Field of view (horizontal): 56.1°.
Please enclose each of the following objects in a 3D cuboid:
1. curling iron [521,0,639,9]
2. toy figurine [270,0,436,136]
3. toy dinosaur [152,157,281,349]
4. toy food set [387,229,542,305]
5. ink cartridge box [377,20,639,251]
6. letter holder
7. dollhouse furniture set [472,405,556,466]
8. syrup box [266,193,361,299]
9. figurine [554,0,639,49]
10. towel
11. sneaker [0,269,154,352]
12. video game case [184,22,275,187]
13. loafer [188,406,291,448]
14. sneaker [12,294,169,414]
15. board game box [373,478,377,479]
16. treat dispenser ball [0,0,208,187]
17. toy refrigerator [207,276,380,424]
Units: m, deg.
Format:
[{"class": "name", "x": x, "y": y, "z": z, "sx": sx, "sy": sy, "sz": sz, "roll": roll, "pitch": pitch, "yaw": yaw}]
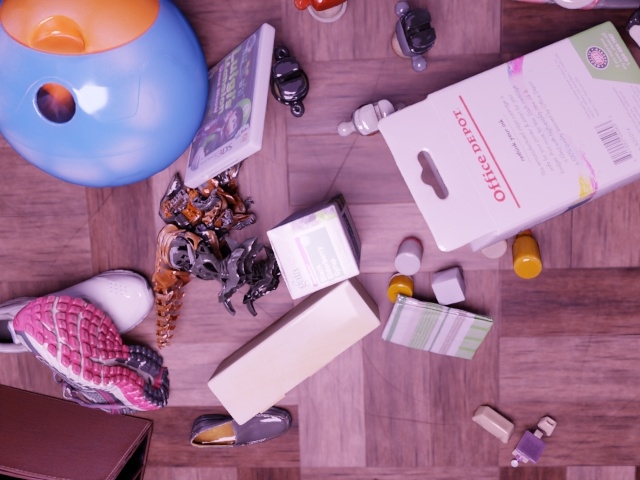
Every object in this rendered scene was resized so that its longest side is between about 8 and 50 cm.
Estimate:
[{"class": "curling iron", "x": 0.395, "y": -0.367, "z": 0.875, "sx": 0.273, "sy": 0.035, "sz": 0.068, "roll": 10, "pitch": 98, "yaw": 2}, {"class": "toy figurine", "x": 0.043, "y": -0.260, "z": 0.862, "sx": 0.209, "sy": 0.148, "sz": 0.213, "roll": 22, "pitch": 97, "yaw": -6}, {"class": "toy dinosaur", "x": -0.171, "y": 0.009, "z": 0.926, "sx": 0.218, "sy": 0.164, "sz": 0.322, "roll": 25, "pitch": 115, "yaw": 21}, {"class": "toy food set", "x": 0.210, "y": 0.018, "z": 0.927, "sx": 0.232, "sy": 0.104, "sz": 0.111, "roll": -19, "pitch": 111, "yaw": 24}, {"class": "ink cartridge box", "x": 0.267, "y": -0.124, "z": 0.815, "sx": 0.353, "sy": 0.119, "sz": 0.207, "roll": -23, "pitch": 78, "yaw": -7}, {"class": "letter holder", "x": -0.450, "y": 0.361, "z": 0.936, "sx": 0.301, "sy": 0.214, "sz": 0.152, "roll": 13, "pitch": 98, "yaw": 1}, {"class": "dollhouse furniture set", "x": 0.308, "y": 0.313, "z": 0.990, "sx": 0.114, "sy": 0.091, "sz": 0.081, "roll": 34, "pitch": 142, "yaw": 20}, {"class": "syrup box", "x": 0.000, "y": 0.000, "z": 0.848, "sx": 0.096, "sy": 0.237, "sz": 0.093, "roll": -22, "pitch": 95, "yaw": 6}, {"class": "figurine", "x": 0.416, "y": -0.358, "z": 0.805, "sx": 0.214, "sy": 0.209, "sz": 0.092, "roll": 33, "pitch": 139, "yaw": 5}, {"class": "towel", "x": 0.180, "y": 0.137, "z": 0.941, "sx": 0.151, "sy": 0.023, "sz": 0.113, "roll": 13, "pitch": 138, "yaw": 0}, {"class": "sneaker", "x": -0.408, "y": 0.127, "z": 0.945, "sx": 0.296, "sy": 0.129, "sz": 0.111, "roll": -17, "pitch": 95, "yaw": 4}, {"class": "video game case", "x": -0.130, "y": -0.185, "z": 0.842, "sx": 0.022, "sy": 0.173, "sz": 0.191, "roll": 21, "pitch": 63, "yaw": -36}, {"class": "loafer", "x": -0.132, "y": 0.316, "z": 0.988, "sx": 0.169, "sy": 0.061, "sz": 0.062, "roll": -12, "pitch": 96, "yaw": 4}, {"class": "sneaker", "x": -0.344, "y": 0.191, "z": 0.890, "sx": 0.111, "sy": 0.121, "sz": 0.299, "roll": -19, "pitch": 139, "yaw": 10}, {"class": "board game box", "x": 0.072, "y": 0.592, "z": 0.975, "sx": 0.232, "sy": 0.141, "sz": 0.291, "roll": -31, "pitch": 95, "yaw": 7}, {"class": "treat dispenser ball", "x": -0.297, "y": -0.215, "z": 0.809, "sx": 0.287, "sy": 0.288, "sz": 0.289, "roll": 0, "pitch": 98, "yaw": 3}, {"class": "toy refrigerator", "x": -0.036, "y": 0.166, "z": 0.942, "sx": 0.269, "sy": 0.102, "sz": 0.094, "roll": -37, "pitch": 95, "yaw": 7}]
